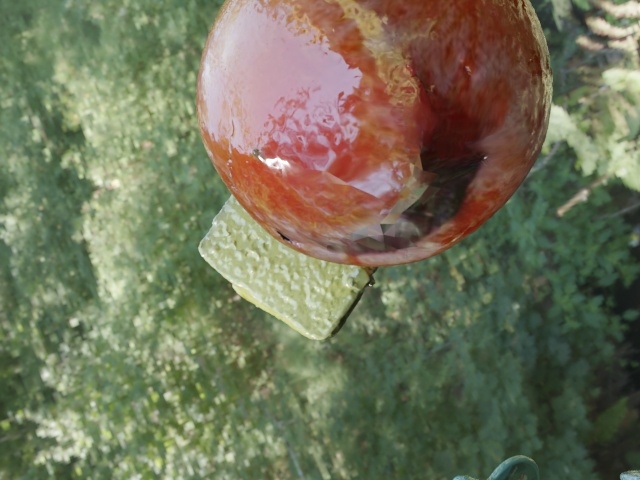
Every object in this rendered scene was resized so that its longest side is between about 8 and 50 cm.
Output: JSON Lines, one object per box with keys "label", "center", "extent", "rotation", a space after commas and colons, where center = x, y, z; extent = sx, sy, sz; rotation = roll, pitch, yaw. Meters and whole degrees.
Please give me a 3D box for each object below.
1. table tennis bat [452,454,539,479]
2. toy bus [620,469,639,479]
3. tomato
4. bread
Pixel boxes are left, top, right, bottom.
{"label": "table tennis bat", "center": [0.255, 0.366, 1.375], "extent": [0.201, 0.124, 0.033], "rotation": [23, -179, -45]}
{"label": "toy bus", "center": [0.520, 0.331, 1.135], "extent": [0.335, 0.123, 0.121], "rotation": [-25, 68, 56]}
{"label": "tomato", "center": [0.031, -0.084, 0.559], "extent": [0.208, 0.208, 0.184], "rotation": [79, -163, -48]}
{"label": "bread", "center": [0.000, 0.000, 1.372], "extent": [0.236, 0.263, 0.198], "rotation": [31, 175, 21]}
